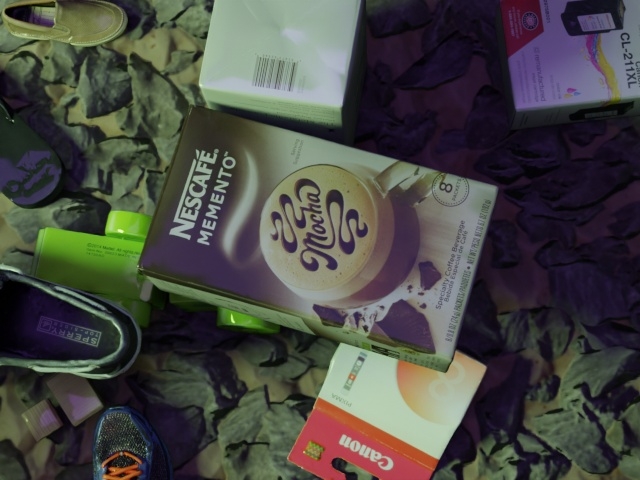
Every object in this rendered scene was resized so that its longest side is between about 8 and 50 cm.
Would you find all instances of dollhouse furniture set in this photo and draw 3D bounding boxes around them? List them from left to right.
[{"bbox_3d":[-0.339,0.153,1.315,0.182,0.101,0.161,-34,79,-4],"label":"dollhouse furniture set"}]

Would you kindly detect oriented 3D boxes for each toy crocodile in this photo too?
[{"bbox_3d":[-0.133,0.039,1.338,0.340,0.105,0.115,4,77,8],"label":"toy crocodile"}]

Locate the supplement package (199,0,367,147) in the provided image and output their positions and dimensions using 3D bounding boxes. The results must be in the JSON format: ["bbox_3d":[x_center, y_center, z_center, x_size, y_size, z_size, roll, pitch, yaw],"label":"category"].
[{"bbox_3d":[-0.028,-0.165,1.293,0.139,0.244,0.134,9,78,5],"label":"supplement package"}]

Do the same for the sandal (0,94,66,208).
[{"bbox_3d":[-0.378,-0.137,1.399,0.254,0.054,0.097,36,82,9],"label":"sandal"}]

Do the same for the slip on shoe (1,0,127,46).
[{"bbox_3d":[-0.281,-0.244,1.423,0.135,0.041,0.051,5,79,3],"label":"slip on shoe"}]

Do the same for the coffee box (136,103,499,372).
[{"bbox_3d":[0.000,0.000,1.219,0.297,0.119,0.168,15,80,6],"label":"coffee box"}]

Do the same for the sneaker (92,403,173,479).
[{"bbox_3d":[-0.188,0.272,1.293,0.083,0.087,0.221,-9,79,0],"label":"sneaker"}]

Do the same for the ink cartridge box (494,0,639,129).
[{"bbox_3d":[0.281,-0.196,1.373,0.175,0.072,0.127,-7,78,2],"label":"ink cartridge box"}]

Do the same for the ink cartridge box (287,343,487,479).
[{"bbox_3d":[0.066,0.174,1.324,0.145,0.045,0.179,27,79,8],"label":"ink cartridge box"}]

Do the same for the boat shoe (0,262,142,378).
[{"bbox_3d":[-0.321,0.069,1.226,0.301,0.102,0.108,15,83,1],"label":"boat shoe"}]
